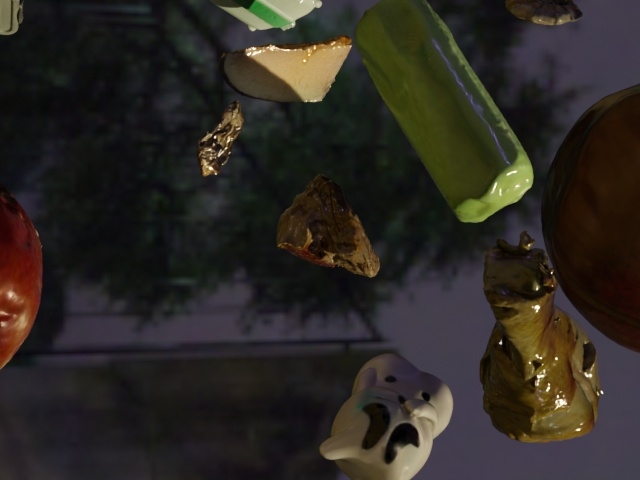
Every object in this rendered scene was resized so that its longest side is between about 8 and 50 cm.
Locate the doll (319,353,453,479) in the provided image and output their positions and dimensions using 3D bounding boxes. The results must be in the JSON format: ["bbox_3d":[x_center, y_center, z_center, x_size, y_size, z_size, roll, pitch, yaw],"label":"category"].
[{"bbox_3d":[0.072,0.192,1.852,0.107,0.110,0.181,-59,177,21],"label":"doll"}]

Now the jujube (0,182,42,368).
[{"bbox_3d":[-0.307,-0.002,1.221,0.255,0.190,0.190,44,-46,38],"label":"jujube"}]

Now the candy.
[{"bbox_3d":[0.170,-0.187,2.470,0.343,0.132,0.142,60,6,21],"label":"candy"}]

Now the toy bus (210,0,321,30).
[{"bbox_3d":[-0.108,-0.379,2.245,0.134,0.276,0.164,-17,-109,24],"label":"toy bus"}]

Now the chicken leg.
[{"bbox_3d":[0.249,0.120,2.106,0.429,0.153,0.201,67,5,-59],"label":"chicken leg"}]

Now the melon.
[{"bbox_3d":[-0.057,-0.210,2.162,0.098,0.182,0.054,-49,-123,52],"label":"melon"}]

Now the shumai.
[{"bbox_3d":[0.005,-0.009,2.061,0.139,0.105,0.123,-94,163,-48],"label":"shumai"}]

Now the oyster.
[{"bbox_3d":[-0.098,-0.098,1.773,0.083,0.019,0.054,-55,152,-16],"label":"oyster"}]

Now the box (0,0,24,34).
[{"bbox_3d":[-0.350,-0.257,1.742,0.084,0.122,0.069,114,-18,-64],"label":"box"}]

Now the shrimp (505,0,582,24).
[{"bbox_3d":[0.251,-0.274,2.032,0.161,0.091,0.034,-94,-163,-64],"label":"shrimp"}]

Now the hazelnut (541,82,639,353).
[{"bbox_3d":[0.278,-0.015,1.381,0.229,0.230,0.229,180,-90,-71],"label":"hazelnut"}]
